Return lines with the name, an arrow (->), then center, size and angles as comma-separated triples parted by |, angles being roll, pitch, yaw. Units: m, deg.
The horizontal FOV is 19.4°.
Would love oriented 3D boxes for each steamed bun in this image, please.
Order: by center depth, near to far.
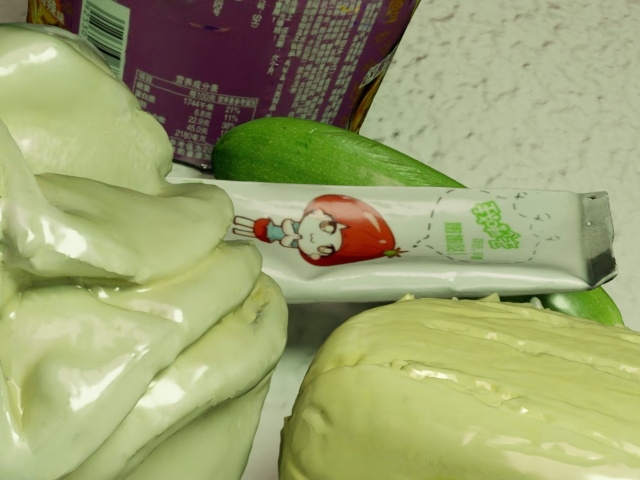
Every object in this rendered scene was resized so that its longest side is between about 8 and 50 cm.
steamed bun -> -0.137, 0.005, 0.859 | 0.280, 0.207, 0.268 | 20, -5, 18
steamed bun -> 0.097, 0.129, 0.889 | 0.232, 0.166, 0.273 | 11, 13, 11

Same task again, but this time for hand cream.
hand cream -> 0.000, 0.000, 1.065 | 0.336, 0.076, 0.121 | -1, 28, 3

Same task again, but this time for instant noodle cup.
instant noodle cup -> -0.053, -0.222, 1.272 | 0.340, 0.266, 0.340 | 11, 32, -7

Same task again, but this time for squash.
squash -> 0.060, -0.004, 1.155 | 0.292, 0.082, 0.082 | 28, 33, 19
